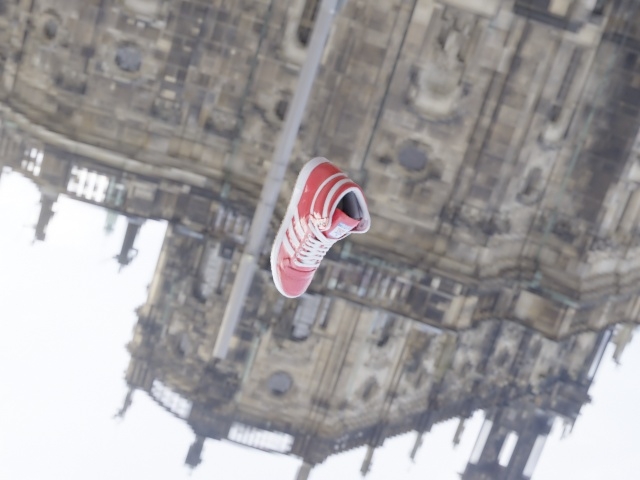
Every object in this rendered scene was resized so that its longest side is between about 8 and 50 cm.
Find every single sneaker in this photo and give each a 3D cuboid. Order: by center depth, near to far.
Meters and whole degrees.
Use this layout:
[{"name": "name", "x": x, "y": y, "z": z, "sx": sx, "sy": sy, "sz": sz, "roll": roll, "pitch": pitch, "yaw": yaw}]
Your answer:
[{"name": "sneaker", "x": 0.000, "y": 0.000, "z": 0.840, "sx": 0.042, "sy": 0.119, "sz": 0.067, "roll": 1, "pitch": -157, "yaw": -36}]
